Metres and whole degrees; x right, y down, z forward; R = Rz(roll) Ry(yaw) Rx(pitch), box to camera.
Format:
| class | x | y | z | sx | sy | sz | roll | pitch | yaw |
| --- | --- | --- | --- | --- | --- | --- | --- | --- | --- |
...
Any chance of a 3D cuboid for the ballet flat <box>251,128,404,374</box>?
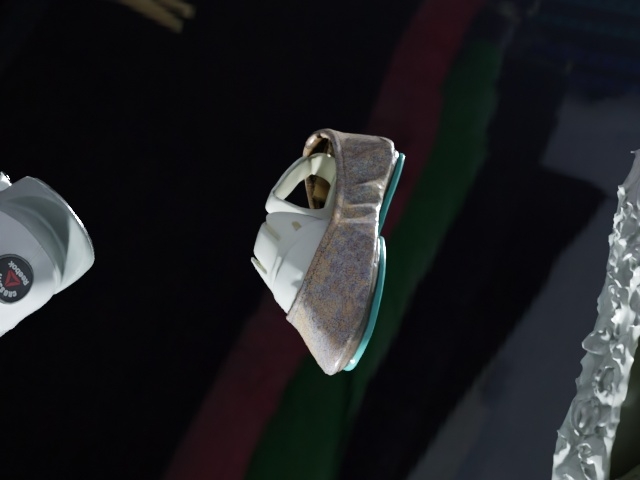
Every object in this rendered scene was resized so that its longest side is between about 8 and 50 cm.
| class | x | y | z | sx | sy | sz | roll | pitch | yaw |
| --- | --- | --- | --- | --- | --- | --- | --- | --- | --- |
| ballet flat | 0.000 | 0.000 | 1.313 | 0.316 | 0.106 | 0.107 | -77 | 10 | -61 |

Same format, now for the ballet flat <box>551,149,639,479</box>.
| class | x | y | z | sx | sy | sz | roll | pitch | yaw |
| --- | --- | --- | --- | --- | --- | --- | --- | --- | --- |
| ballet flat | 0.247 | 0.125 | 1.111 | 0.147 | 0.147 | 0.409 | -16 | -67 | -61 |

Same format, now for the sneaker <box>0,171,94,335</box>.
| class | x | y | z | sx | sy | sz | roll | pitch | yaw |
| --- | --- | --- | --- | --- | --- | --- | --- | --- | --- |
| sneaker | -0.307 | 0.038 | 1.161 | 0.122 | 0.330 | 0.146 | 52 | -121 | -15 |
